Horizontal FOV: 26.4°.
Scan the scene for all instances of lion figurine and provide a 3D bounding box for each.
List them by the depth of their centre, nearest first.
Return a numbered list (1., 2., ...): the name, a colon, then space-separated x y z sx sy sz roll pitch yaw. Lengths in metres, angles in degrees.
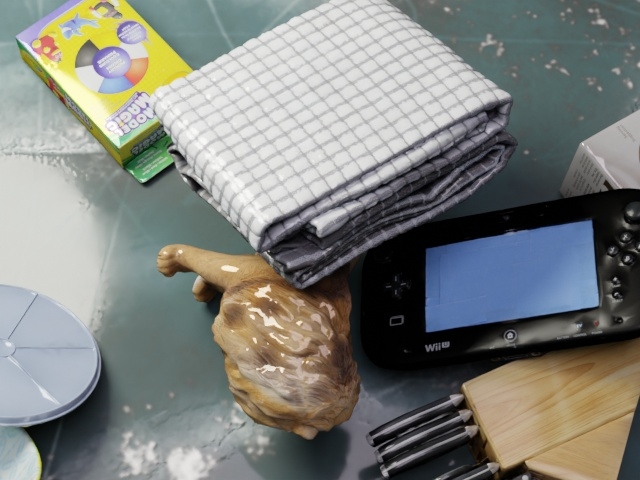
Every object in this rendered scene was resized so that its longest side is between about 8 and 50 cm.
1. lion figurine: 0.000 0.000 1.379 0.240 0.142 0.392 18 70 34

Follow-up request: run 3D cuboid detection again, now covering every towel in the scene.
1. towel: 0.011 -0.097 1.316 0.284 0.121 0.235 -31 53 -16

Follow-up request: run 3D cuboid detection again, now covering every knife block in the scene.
1. knife block: 0.185 0.166 1.360 0.242 0.088 0.275 19 66 7

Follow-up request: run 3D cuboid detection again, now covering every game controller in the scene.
1. game controller: 0.192 0.042 1.368 0.319 0.067 0.166 -11 47 21

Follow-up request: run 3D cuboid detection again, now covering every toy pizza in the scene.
1. toy pizza: -0.321 0.117 1.364 0.201 0.032 0.201 13 36 -10

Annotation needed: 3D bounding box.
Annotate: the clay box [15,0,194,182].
1. clay box: -0.223 -0.180 1.533 0.127 0.053 0.222 -39 71 -18

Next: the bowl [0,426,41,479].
1. bowl: -0.416 0.244 1.247 0.290 0.289 0.156 22 108 9

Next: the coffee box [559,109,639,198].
1. coffee box: 0.413 -0.002 1.432 0.168 0.119 0.297 -28 68 -16
